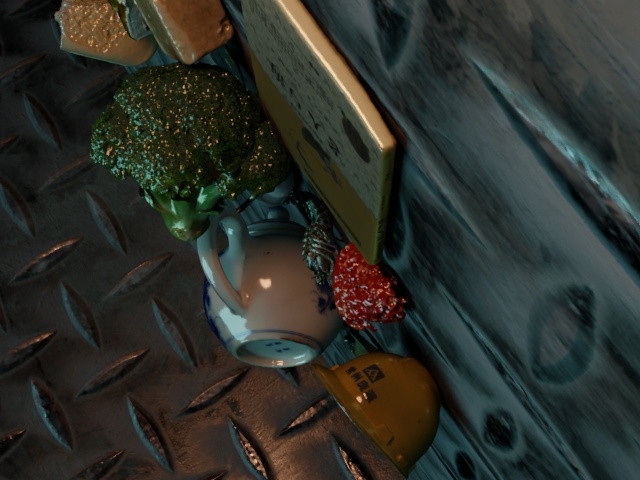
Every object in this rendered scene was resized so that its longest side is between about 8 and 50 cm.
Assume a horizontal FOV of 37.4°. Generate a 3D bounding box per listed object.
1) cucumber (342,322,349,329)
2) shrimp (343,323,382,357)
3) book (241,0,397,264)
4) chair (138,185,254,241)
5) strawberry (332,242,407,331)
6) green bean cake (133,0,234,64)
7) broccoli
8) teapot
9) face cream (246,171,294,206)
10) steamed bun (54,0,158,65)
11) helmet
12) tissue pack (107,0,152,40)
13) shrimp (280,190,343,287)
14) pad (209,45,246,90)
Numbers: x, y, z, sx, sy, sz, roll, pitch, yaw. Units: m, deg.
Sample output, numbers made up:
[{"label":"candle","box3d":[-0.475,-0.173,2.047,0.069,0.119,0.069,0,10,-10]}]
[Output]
[{"label":"cucumber","box3d":[0.003,0.092,1.846,0.056,0.056,0.284,47,172,50]},{"label":"shrimp","box3d":[0.129,0.278,1.835,0.262,0.051,0.198,45,166,45]},{"label":"book","box3d":[-0.002,-0.132,1.051,0.269,0.032,0.389,56,172,16]},{"label":"chair","box3d":[-0.167,0.003,1.902,0.401,0.226,0.226,61,171,-24]},{"label":"strawberry","box3d":[0.058,0.071,1.325,0.121,0.082,0.188,61,175,-10]},{"label":"green bean cake","box3d":[-0.189,-0.309,1.288,0.109,0.085,0.179,61,170,-21]},{"label":"broccoli","box3d":[-0.169,-0.114,1.315,0.269,0.254,0.269,27,135,31]},{"label":"teapot","box3d":[-0.076,0.065,1.634,0.424,0.252,0.280,36,-133,-50]},{"label":"face cream","box3d":[-0.105,-0.119,1.590,0.144,0.071,0.291,55,172,1]},{"label":"steamed bun","box3d":[-0.410,-0.439,1.815,0.225,0.200,0.170,-134,53,-63]},{"label":"helmet","box3d":[0.110,0.243,1.464,0.205,0.140,0.257,48,174,42]},{"label":"tissue pack","box3d":[-0.349,-0.473,1.603,0.226,0.092,0.183,58,173,10]},{"label":"shrimp","box3d":[0.003,-0.003,1.426,0.082,0.076,0.174,23,138,53]},{"label":"pad","box3d":[-0.183,-0.327,1.483,0.245,0.006,0.170,55,171,18]}]
